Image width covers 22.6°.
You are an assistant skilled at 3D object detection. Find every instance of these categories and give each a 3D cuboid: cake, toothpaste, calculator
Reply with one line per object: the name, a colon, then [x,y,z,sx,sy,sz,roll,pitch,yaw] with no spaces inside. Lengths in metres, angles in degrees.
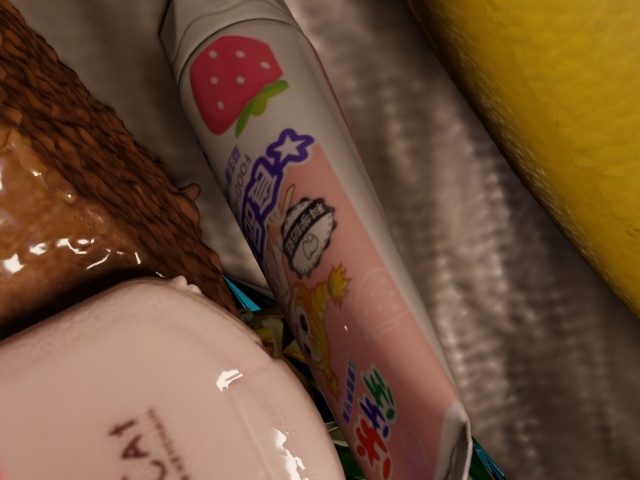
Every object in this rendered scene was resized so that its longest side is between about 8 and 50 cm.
cake: [-0.117,0.014,0.434,0.147,0.135,0.134,-42,119,6]
toothpaste: [0.000,0.000,0.425,0.042,0.194,0.067,-11,137,-16]
calculator: [-0.077,0.079,0.366,0.175,0.032,0.100,-26,90,2]

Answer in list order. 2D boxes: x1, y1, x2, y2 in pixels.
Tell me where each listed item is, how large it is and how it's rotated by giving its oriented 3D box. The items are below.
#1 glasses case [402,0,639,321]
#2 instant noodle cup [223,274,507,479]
glasses case: [0.126,-0.070,0.456,0.173,0.141,0.371,-36,123,7]
instant noodle cup: [-0.015,0.139,0.516,0.240,0.178,0.240,-8,122,-12]
